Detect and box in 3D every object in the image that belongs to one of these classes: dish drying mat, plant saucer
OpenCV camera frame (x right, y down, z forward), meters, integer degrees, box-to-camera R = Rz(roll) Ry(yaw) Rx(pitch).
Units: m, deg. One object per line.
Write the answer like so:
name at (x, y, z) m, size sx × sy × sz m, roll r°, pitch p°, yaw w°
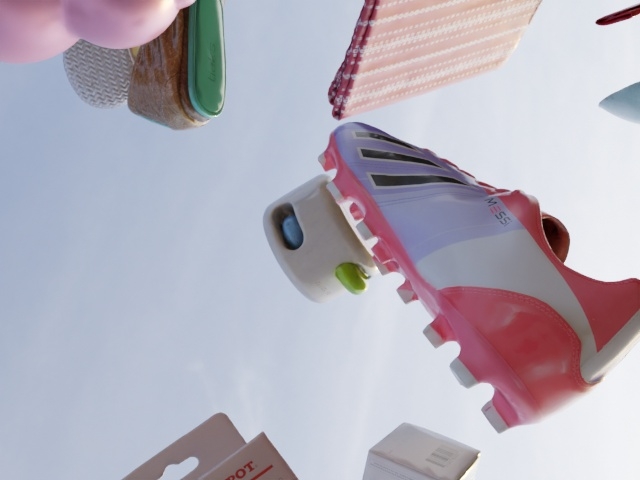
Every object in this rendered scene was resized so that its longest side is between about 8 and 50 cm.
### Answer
dish drying mat at (0.234, -0.170, 0.653) m, size 0.083 × 0.032 × 0.008 m, roll -27°, pitch -79°, yaw -34°
plant saucer at (0.378, -0.146, 0.899) m, size 0.195 × 0.195 × 0.037 m, roll -10°, pitch -95°, yaw -46°

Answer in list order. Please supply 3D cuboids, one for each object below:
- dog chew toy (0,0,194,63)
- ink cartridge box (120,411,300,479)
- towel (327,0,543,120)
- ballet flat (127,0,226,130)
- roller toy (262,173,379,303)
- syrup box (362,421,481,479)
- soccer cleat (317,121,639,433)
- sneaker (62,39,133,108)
dog chew toy at (-0.261, -0.232, 0.714) m, size 0.331 × 0.207 × 0.207 m, roll 9°, pitch -123°, yaw 1°
ink cartridge box at (-0.045, 0.189, 0.524) m, size 0.104 × 0.060 × 0.180 m, roll -33°, pitch -108°, yaw -21°
towel at (0.114, -0.210, 0.695) m, size 0.198 × 0.275 × 0.031 m, roll -20°, pitch -115°, yaw -24°
ballet flat at (-0.152, -0.281, 0.983) m, size 0.116 × 0.124 × 0.343 m, roll 27°, pitch -114°, yaw -62°
roller toy at (0.000, 0.000, 1.494) m, size 0.191 × 0.146 × 0.209 m, roll 57°, pitch -166°, yaw -11°
syrup box at (0.086, 0.323, 0.943) m, size 0.093 × 0.096 × 0.237 m, roll -17°, pitch -60°, yaw -60°
soccer cleat at (0.075, -0.004, 0.485) m, size 0.083 × 0.095 × 0.248 m, roll 56°, pitch -178°, yaw -37°
sneaker at (-0.292, -0.370, 1.314) m, size 0.210 × 0.137 × 0.366 m, roll -20°, pitch -76°, yaw -75°
